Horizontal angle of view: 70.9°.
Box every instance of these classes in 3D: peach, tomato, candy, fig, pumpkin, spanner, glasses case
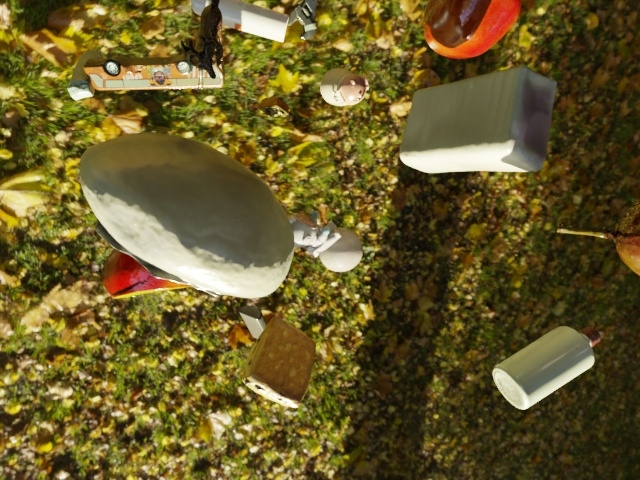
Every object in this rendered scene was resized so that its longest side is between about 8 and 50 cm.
[{"bbox_3d":[-0.408,0.058,1.097,0.154,0.267,0.159,-11,92,-72],"label":"peach"},{"bbox_3d":[0.429,-0.655,1.271,0.226,0.298,0.299,16,95,-18],"label":"tomato"},{"bbox_3d":[-0.244,-0.076,0.887,0.426,0.386,0.186,18,120,-36],"label":"candy"},{"bbox_3d":[0.597,-0.007,0.789,0.204,0.249,0.186,-45,106,-18],"label":"fig"},{"bbox_3d":[-0.154,-0.441,1.506,0.083,0.074,0.054,15,73,-61],"label":"pumpkin"},{"bbox_3d":[-0.004,-0.692,1.180,0.087,0.024,0.316,14,103,-39],"label":"spanner"},{"bbox_3d":[0.363,-0.277,1.088,0.145,0.358,0.208,9,93,-33],"label":"candy"},{"bbox_3d":[-0.212,0.279,1.496,0.191,0.072,0.042,79,24,-53],"label":"glasses case"}]

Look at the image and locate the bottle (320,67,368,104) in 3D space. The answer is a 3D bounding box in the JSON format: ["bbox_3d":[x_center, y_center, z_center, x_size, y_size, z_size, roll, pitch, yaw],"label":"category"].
[{"bbox_3d":[0.103,-0.613,1.811,0.147,0.236,0.148,-8,113,-18],"label":"bottle"}]

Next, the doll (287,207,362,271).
[{"bbox_3d":[0.000,0.000,1.392,0.287,0.151,0.151,25,89,-33],"label":"doll"}]

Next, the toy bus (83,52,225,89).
[{"bbox_3d":[-0.502,-0.521,1.386,0.408,0.093,0.092,-3,126,-5],"label":"toy bus"}]

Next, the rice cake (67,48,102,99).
[{"bbox_3d":[-0.755,-0.541,1.455,0.066,0.336,0.063,-15,130,-4],"label":"rice cake"}]

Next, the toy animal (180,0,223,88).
[{"bbox_3d":[-0.274,-0.466,1.065,0.087,0.260,0.244,-3,80,-8],"label":"toy animal"}]

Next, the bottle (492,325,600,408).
[{"bbox_3d":[0.500,0.259,0.972,0.245,0.104,0.104,-26,119,-12],"label":"bottle"}]

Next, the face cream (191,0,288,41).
[{"bbox_3d":[-0.293,-0.822,1.641,0.345,0.102,0.102,13,98,-8],"label":"face cream"}]

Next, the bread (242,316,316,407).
[{"bbox_3d":[-0.123,0.377,1.395,0.210,0.099,0.235,35,50,-18],"label":"bread"}]
